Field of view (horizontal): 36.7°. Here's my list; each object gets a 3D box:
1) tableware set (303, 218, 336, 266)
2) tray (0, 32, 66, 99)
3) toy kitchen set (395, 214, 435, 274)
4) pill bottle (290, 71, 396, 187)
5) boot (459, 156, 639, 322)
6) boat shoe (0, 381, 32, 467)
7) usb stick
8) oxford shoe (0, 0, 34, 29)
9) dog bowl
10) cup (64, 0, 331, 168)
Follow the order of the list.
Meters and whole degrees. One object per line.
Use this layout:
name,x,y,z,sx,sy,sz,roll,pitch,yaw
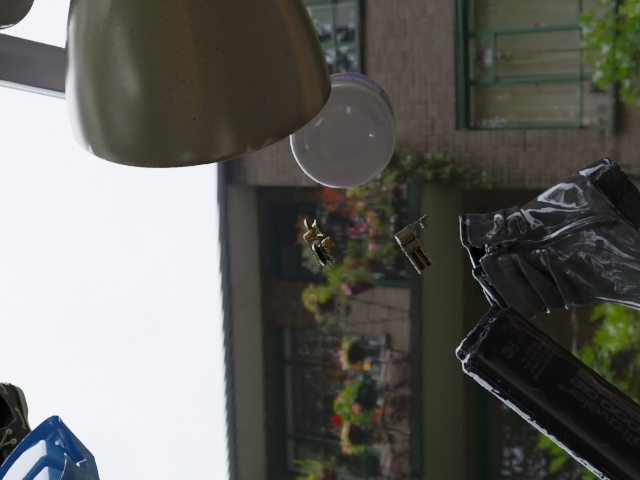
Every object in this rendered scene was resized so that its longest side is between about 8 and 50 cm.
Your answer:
tableware set,0.000,0.000,1.847,0.104,0.024,0.154,62,-169,6
tray,-0.425,-0.251,1.417,0.270,0.145,0.030,7,-56,-40
toy kitchen set,0.180,0.005,1.692,0.075,0.068,0.083,55,-179,12
pill bottle,0.039,-0.179,1.481,0.272,0.152,0.152,-79,-17,-74
boot,0.313,0.060,1.120,0.338,0.223,0.118,-118,5,-48
boat shoe,-0.462,0.294,1.423,0.081,0.227,0.069,-42,-40,4
usb stick,0.228,0.154,0.738,0.077,0.278,0.045,-42,-15,-41
oxford shoe,-0.448,-0.407,1.250,0.169,0.130,0.449,-58,-10,-20
dog bowl,-0.335,0.318,1.153,0.074,0.297,0.166,42,-96,-18
cup,-0.164,-0.272,1.152,0.331,0.331,0.236,-50,-38,-44
